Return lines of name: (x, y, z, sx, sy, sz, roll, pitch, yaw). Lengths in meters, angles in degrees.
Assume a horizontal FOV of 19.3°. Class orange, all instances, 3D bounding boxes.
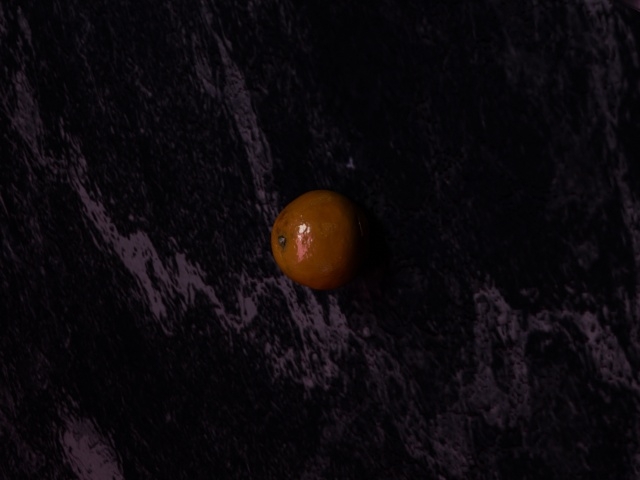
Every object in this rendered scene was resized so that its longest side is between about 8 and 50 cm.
orange: (0.000, -0.001, 1.519, 0.083, 0.083, 0.083, 28, 128, 43)

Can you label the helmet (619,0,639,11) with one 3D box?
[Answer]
helmet: (0.210, -0.184, 1.177, 0.065, 0.049, 0.084, 21, 159, 9)
